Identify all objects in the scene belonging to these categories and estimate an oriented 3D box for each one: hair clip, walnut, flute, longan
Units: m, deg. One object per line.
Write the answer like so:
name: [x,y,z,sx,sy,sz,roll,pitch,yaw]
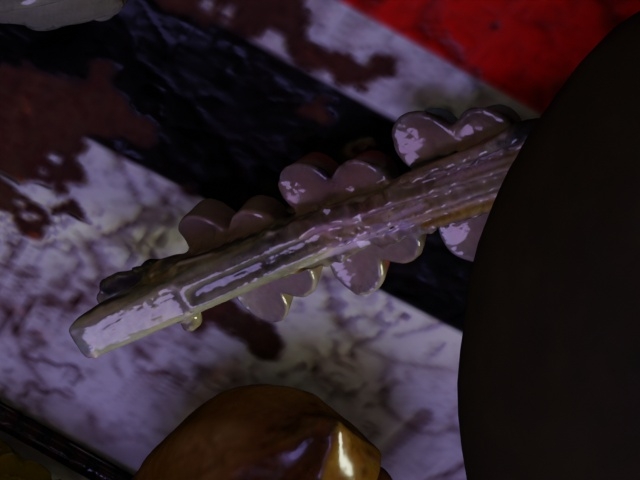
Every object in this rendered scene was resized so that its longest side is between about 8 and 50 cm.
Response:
hair clip: [0.002,-0.003,0.568,0.214,0.056,0.062,-22,110,26]
walnut: [-0.030,0.128,0.675,0.116,0.116,0.207,24,136,-7]
flute: [-0.155,0.078,0.734,0.269,0.014,0.014,33,137,-17]
longan: [0.142,0.045,0.430,0.248,0.248,0.248,10,138,9]

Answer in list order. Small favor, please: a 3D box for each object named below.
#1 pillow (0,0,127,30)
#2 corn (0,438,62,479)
pillow: [-0.135,-0.136,0.446,0.134,0.078,0.181,1,133,14]
corn: [-0.241,0.110,0.724,0.322,0.119,0.119,29,138,-6]
